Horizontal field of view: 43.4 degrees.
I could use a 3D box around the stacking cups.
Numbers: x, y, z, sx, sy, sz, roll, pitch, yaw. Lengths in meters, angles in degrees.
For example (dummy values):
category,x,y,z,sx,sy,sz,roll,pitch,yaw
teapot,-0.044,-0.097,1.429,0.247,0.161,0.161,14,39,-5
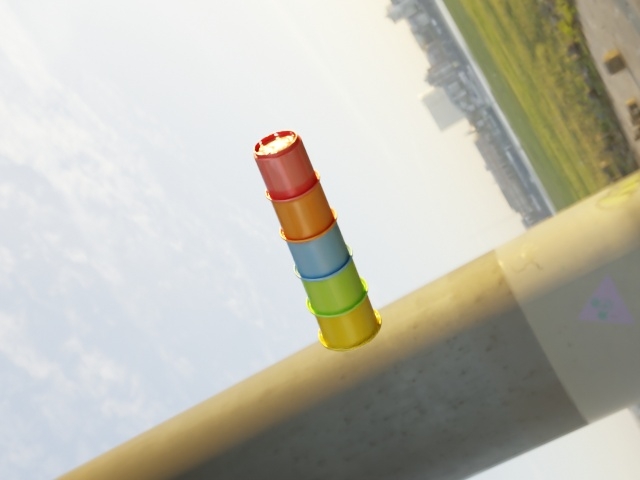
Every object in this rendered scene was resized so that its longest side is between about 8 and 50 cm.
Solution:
category,x,y,z,sx,sy,sz,roll,pitch,yaw
stacking cups,0.000,0.000,1.063,0.096,0.096,0.316,-95,-12,-58
